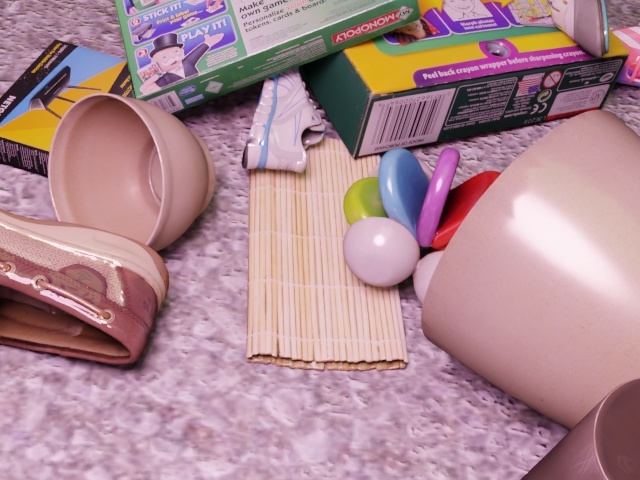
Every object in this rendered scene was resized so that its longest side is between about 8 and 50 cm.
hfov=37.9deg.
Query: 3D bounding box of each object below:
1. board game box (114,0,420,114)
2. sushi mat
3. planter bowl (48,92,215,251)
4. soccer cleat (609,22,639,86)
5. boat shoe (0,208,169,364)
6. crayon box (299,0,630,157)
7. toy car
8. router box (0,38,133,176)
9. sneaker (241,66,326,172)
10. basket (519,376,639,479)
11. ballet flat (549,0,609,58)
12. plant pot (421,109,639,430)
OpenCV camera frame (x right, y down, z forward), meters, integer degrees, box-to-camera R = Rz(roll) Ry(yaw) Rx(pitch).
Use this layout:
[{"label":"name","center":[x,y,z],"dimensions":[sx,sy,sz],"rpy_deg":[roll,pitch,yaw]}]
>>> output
[{"label":"board game box","center":[-0.071,-0.277,1.045],"dimensions":[0.317,0.046,0.214],"rpy_deg":[-20,57,4]},{"label":"sushi mat","center":[0.000,0.000,0.962],"dimensions":[0.151,0.019,0.317],"rpy_deg":[3,47,-7]},{"label":"planter bowl","center":[-0.173,-0.062,0.917],"dimensions":[0.162,0.162,0.109],"rpy_deg":[40,27,26]},{"label":"soccer cleat","center":[0.458,-0.215,1.192],"dimensions":[0.247,0.083,0.095],"rpy_deg":[7,51,-6]},{"label":"boat shoe","center":[-0.311,0.043,0.812],"dimensions":[0.341,0.123,0.123],"rpy_deg":[13,45,-5]},{"label":"crayon box","center":[0.140,-0.272,1.157],"dimensions":[0.362,0.106,0.313],"rpy_deg":[-13,53,-24]},{"label":"toy car","center":[0.116,-0.025,0.906],"dimensions":[0.182,0.136,0.159],"rpy_deg":[25,43,0]},{"label":"router box","center":[-0.278,-0.145,1.037],"dimensions":[0.133,0.046,0.179],"rpy_deg":[17,47,7]},{"label":"sneaker","center":[-0.032,-0.144,1.040],"dimensions":[0.082,0.071,0.191],"rpy_deg":[14,54,-6]},{"label":"basket","center":[0.219,0.211,0.653],"dimensions":[0.154,0.227,0.204],"rpy_deg":[-33,60,-32]},{"label":"ballet flat","center":[0.304,-0.280,1.103],"dimensions":[0.068,0.072,0.213],"rpy_deg":[-3,43,17]},{"label":"plant pot","center":[0.270,0.072,0.764],"dimensions":[0.256,0.257,0.274],"rpy_deg":[-29,55,-30]}]
